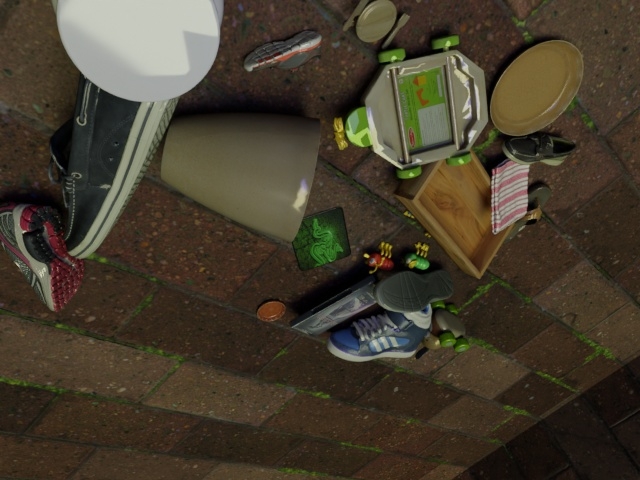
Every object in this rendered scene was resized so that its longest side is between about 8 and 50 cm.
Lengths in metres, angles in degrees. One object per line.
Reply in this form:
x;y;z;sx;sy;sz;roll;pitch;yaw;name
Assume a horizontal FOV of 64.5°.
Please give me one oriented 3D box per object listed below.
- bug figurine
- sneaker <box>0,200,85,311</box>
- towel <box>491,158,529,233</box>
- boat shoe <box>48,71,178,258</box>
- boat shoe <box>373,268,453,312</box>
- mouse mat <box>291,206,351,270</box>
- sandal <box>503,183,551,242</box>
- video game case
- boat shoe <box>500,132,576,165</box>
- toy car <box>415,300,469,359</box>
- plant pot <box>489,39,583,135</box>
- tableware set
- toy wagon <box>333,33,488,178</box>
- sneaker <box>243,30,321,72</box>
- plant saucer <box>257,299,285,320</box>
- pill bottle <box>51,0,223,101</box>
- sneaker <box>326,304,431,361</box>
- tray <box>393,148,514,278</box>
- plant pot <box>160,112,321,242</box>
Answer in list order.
0.256;0.001;1.403;0.216;0.072;0.279;15;124;-31;bug figurine
-0.598;0.033;1.088;0.112;0.121;0.299;12;132;7;sneaker
0.505;-0.125;1.344;0.144;0.029;0.197;-27;122;-29;towel
-0.400;-0.151;0.924;0.156;0.187;0.500;27;132;-17;boat shoe
0.260;0.145;1.467;0.320;0.118;0.103;-8;172;-43;boat shoe
0.000;0.000;1.349;0.152;0.007;0.190;-19;136;-4;mouse mat
0.597;-0.068;1.479;0.090;0.060;0.219;15;124;-31;sandal
0.062;0.199;1.498;0.274;0.026;0.196;-31;155;7;video game case
0.554;-0.239;1.282;0.223;0.080;0.073;0;152;-29;boat shoe
0.373;0.312;1.691;0.149;0.155;0.188;25;131;-36;toy car
0.502;-0.359;1.196;0.236;0.032;0.236;-11;134;-11;plant pot
0.130;-0.464;0.948;0.128;0.039;0.194;4;137;-44;tableware set
0.185;-0.271;1.075;0.344;0.068;0.267;-15;111;-6;toy wagon
-0.067;-0.344;0.972;0.157;0.061;0.065;-19;141;-3;sneaker
-0.144;0.203;1.473;0.083;0.013;0.084;-11;134;-12;plant saucer
-0.244;-0.348;0.682;0.210;0.363;0.210;-11;133;-12;pill bottle
0.194;0.250;1.584;0.322;0.130;0.236;5;119;-19;sneaker
0.361;-0.084;1.311;0.411;0.076;0.203;40;82;-41;tray
-0.165;-0.149;1.009;0.273;0.257;0.257;12;127;-10;plant pot
